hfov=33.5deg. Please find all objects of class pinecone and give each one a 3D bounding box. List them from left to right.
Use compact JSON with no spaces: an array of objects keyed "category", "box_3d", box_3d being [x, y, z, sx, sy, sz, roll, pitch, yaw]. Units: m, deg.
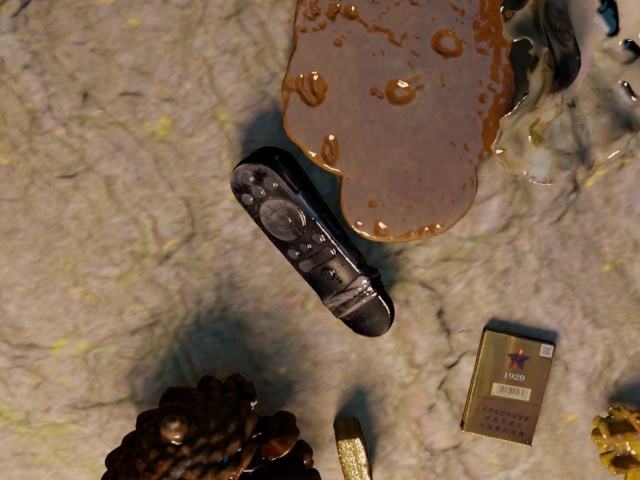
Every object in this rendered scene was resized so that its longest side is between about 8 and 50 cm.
[{"category":"pinecone","box_3d":[-0.110,0.297,1.211,0.264,0.264,0.264,0,98,-1]}]

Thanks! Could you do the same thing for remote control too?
[{"category":"remote control","box_3d":[0.000,0.000,1.258,0.090,0.066,0.266,-28,105,45]}]

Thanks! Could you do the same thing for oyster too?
[{"category":"oyster","box_3d":[0.287,-0.246,1.184,0.238,0.115,0.351,-14,98,-17]}]

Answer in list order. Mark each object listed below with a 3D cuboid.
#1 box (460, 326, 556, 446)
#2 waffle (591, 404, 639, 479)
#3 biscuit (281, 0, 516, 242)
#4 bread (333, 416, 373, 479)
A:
[{"category":"box","box_3d":[0.230,0.180,1.306,0.090,0.023,0.133,11,98,-4]},{"category":"waffle","box_3d":[0.485,0.204,1.294,0.260,0.069,0.293,37,94,-8]},{"category":"biscuit","box_3d":[0.089,-0.184,1.234,0.269,0.051,0.376,-1,99,-2]},{"category":"bread","box_3d":[0.041,0.266,1.280,0.035,0.094,0.090,-13,96,0]}]
